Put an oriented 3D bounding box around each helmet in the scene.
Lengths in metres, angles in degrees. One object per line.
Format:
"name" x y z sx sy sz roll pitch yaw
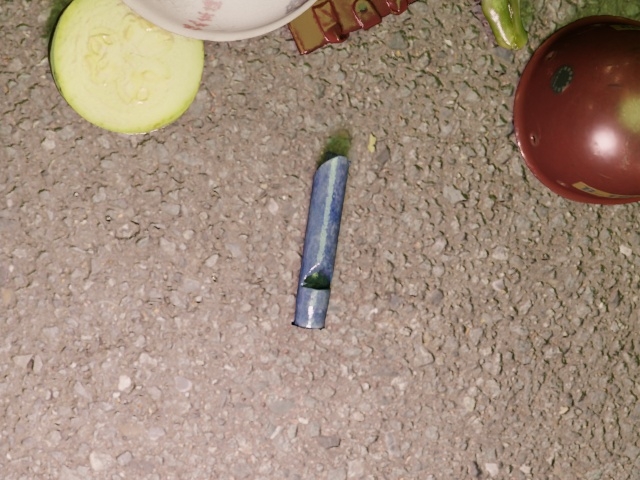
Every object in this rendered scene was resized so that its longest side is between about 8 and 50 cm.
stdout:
"helmet" 0.544 -0.212 1.913 0.385 0.230 0.337 13 96 -11

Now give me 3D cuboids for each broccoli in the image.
"broccoli" 0.277 -0.455 1.880 0.165 0.146 0.304 -48 121 -40

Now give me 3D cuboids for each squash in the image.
"squash" -0.315 -0.298 1.825 0.252 0.049 0.252 -2 102 -9

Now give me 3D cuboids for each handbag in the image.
"handbag" 0.027 -0.473 1.830 0.260 0.084 0.275 -25 107 0

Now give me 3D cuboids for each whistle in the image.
"whistle" 0.000 0.000 1.926 0.062 0.062 0.304 7 98 -12

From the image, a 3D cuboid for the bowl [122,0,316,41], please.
"bowl" -0.125 -0.483 1.628 0.435 0.196 0.434 -6 112 -14
